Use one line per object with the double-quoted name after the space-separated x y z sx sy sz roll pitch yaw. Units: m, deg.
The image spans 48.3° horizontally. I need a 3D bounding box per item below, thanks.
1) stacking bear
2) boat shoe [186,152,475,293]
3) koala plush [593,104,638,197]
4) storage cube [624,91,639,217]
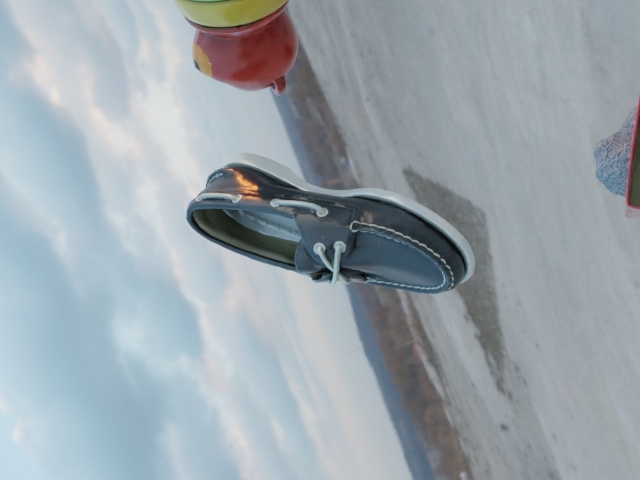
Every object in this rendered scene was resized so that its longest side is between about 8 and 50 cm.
-0.096 -0.276 0.725 0.175 0.164 0.289 45 161 34 "stacking bear"
0.000 0.000 0.711 0.302 0.091 0.114 16 138 32 "boat shoe"
0.592 -0.183 1.211 0.196 0.203 0.221 54 145 24 "koala plush"
0.520 -0.117 0.970 0.193 0.183 0.215 7 -90 -68 "storage cube"
